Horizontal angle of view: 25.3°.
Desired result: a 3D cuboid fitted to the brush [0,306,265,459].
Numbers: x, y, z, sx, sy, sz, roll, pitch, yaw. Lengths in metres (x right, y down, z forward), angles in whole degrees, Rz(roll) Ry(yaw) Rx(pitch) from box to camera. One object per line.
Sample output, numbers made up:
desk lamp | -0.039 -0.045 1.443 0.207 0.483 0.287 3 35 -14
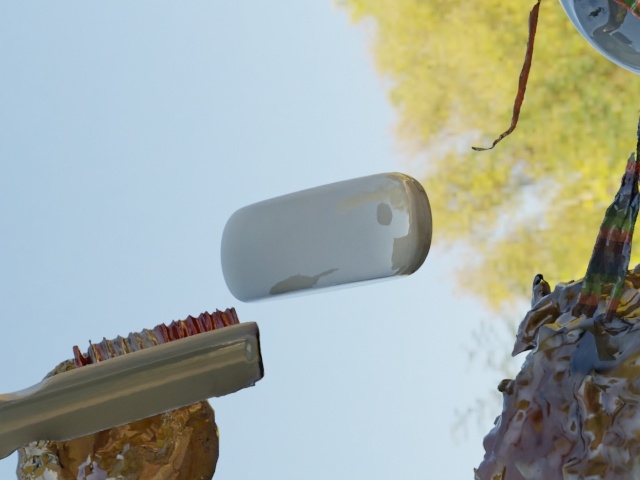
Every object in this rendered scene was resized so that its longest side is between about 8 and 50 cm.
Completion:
brush | -0.199 0.114 1.031 0.050 0.321 0.060 -121 20 -48

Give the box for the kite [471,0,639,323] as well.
kite | 0.155 -0.073 0.656 0.006 0.198 0.244 -85 12 -71

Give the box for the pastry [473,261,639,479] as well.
pastry | 0.294 0.171 1.128 0.292 0.405 0.337 -3 -100 -42

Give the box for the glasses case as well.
glasses case | 0.000 0.000 1.063 0.051 0.204 0.081 2 -98 -46

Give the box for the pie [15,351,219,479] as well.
pie | -0.252 0.255 1.745 0.069 0.273 0.273 92 179 -73

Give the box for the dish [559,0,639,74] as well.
dish | 0.368 -0.273 1.545 0.106 0.316 0.316 -56 -38 -34
